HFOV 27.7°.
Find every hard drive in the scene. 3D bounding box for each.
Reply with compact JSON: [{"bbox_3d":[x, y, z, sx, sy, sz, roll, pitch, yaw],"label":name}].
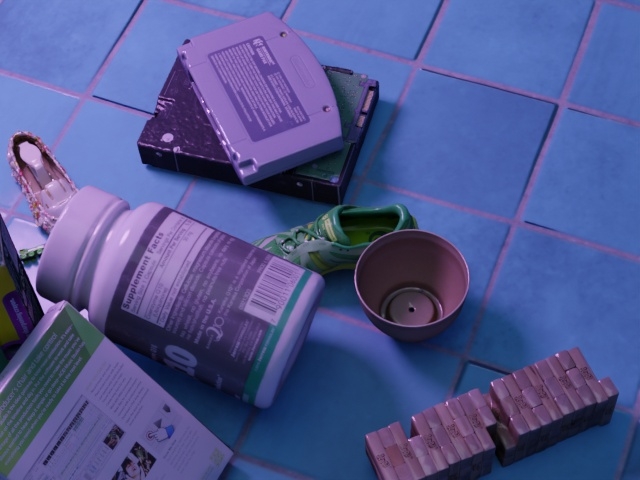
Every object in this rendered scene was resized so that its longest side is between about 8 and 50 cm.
[{"bbox_3d":[-0.096,-0.193,2.083,0.338,0.064,0.237,11,58,12],"label":"hard drive"}]

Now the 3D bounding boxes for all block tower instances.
[{"bbox_3d":[0.229,0.253,1.750,0.335,0.091,0.097,-20,58,-10],"label":"block tower"}]

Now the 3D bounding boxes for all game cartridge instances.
[{"bbox_3d":[-0.086,-0.230,2.040,0.196,0.060,0.294,-23,58,-8],"label":"game cartridge"}]

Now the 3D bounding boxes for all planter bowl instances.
[{"bbox_3d":[0.132,0.080,1.860,0.162,0.109,0.162,-2,56,3],"label":"planter bowl"}]

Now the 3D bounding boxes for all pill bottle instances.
[{"bbox_3d":[-0.193,0.071,1.792,0.361,0.204,0.204,24,60,5],"label":"pill bottle"}]

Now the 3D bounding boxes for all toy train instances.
[{"bbox_3d":[-0.451,0.022,1.990,0.083,0.017,0.024,-17,46,-8],"label":"toy train"}]

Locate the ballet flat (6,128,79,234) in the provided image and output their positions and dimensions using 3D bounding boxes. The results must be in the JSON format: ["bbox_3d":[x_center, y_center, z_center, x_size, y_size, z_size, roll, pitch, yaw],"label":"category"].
[{"bbox_3d":[-0.426,-0.082,2.022,0.091,0.077,0.241,-33,61,-18],"label":"ballet flat"}]

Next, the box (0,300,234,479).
[{"bbox_3d":[-0.285,0.268,1.664,0.322,0.058,0.232,47,54,-21],"label":"box"}]

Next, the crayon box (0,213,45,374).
[{"bbox_3d":[-0.530,0.132,1.714,0.313,0.363,0.106,-14,55,-6],"label":"crayon box"}]

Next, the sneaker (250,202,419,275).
[{"bbox_3d":[0.000,0.000,1.912,0.295,0.123,0.109,-16,57,-6],"label":"sneaker"}]
